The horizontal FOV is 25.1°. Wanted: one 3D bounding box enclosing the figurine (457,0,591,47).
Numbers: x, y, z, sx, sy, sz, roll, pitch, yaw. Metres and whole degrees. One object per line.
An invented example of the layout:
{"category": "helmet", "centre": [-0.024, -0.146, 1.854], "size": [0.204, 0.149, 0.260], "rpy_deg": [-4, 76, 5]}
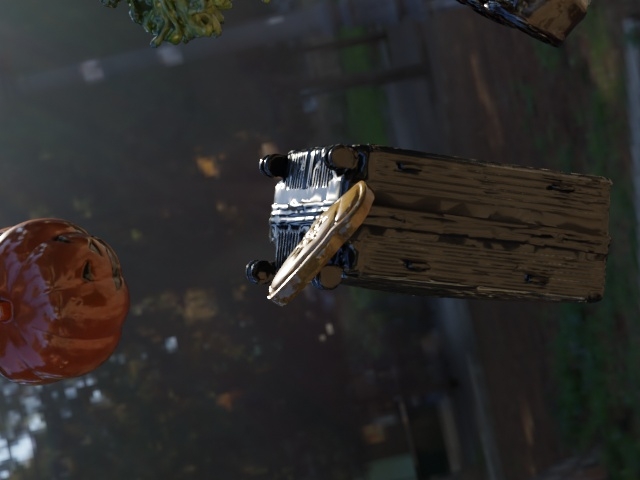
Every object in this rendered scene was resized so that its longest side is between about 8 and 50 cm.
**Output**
{"category": "figurine", "centre": [0.210, -0.320, 1.003], "size": [0.281, 0.167, 0.370], "rpy_deg": [36, 104, 54]}

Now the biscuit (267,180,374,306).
{"category": "biscuit", "centre": [-0.001, -0.001, 1.322], "size": [0.023, 0.140, 0.118], "rpy_deg": [38, -166, -9]}

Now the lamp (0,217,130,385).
{"category": "lamp", "centre": [-0.310, 0.068, 1.582], "size": [0.164, 0.187, 0.188], "rpy_deg": [-9, -94, -64]}

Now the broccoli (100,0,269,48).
{"category": "broccoli", "centre": [-0.194, -0.434, 1.903], "size": [0.324, 0.334, 0.272], "rpy_deg": [33, -162, -33]}

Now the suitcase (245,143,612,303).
{"category": "suitcase", "centre": [0.118, -0.009, 1.546], "size": [0.229, 0.335, 0.152], "rpy_deg": [-178, 95, -69]}
